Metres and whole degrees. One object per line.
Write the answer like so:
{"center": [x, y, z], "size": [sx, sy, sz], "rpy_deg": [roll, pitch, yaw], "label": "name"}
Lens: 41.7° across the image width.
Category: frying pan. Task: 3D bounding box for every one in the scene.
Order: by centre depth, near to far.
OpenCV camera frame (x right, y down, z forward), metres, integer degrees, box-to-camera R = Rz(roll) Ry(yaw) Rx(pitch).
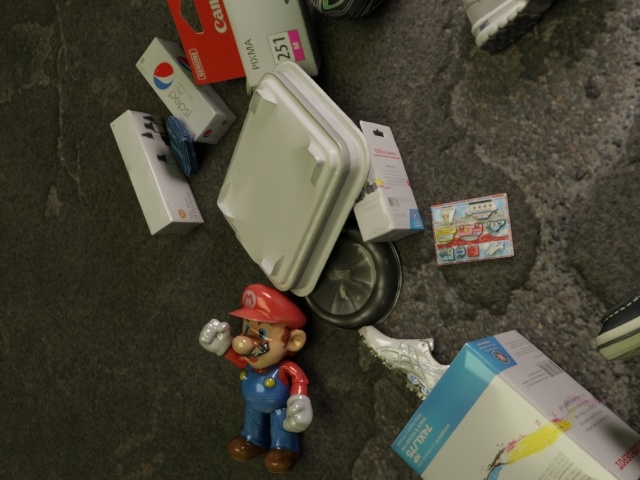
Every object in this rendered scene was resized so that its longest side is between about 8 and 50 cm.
{"center": [0.057, -0.003, 1.397], "size": [0.197, 0.053, 0.326], "rpy_deg": [21, 105, 27], "label": "frying pan"}

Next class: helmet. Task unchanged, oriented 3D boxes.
{"center": [0.042, -0.431, 1.333], "size": [0.161, 0.169, 0.169], "rpy_deg": [-45, 68, 19], "label": "helmet"}

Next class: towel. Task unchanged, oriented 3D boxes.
{"center": [-0.259, -0.175, 1.563], "size": [0.029, 0.119, 0.067], "rpy_deg": [-32, 66, -15], "label": "towel"}

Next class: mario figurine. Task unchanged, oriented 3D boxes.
{"center": [-0.113, 0.233, 1.433], "size": [0.197, 0.170, 0.321], "rpy_deg": [0, 100, -2], "label": "mario figurine"}

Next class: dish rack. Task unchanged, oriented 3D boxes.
{"center": [-0.067, -0.096, 1.391], "size": [0.285, 0.072, 0.333], "rpy_deg": [51, 133, 32], "label": "dish rack"}

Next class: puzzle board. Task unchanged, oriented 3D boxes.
{"center": [0.233, -0.016, 1.307], "size": [0.128, 0.011, 0.097], "rpy_deg": [-9, 86, 32], "label": "puzzle board"}

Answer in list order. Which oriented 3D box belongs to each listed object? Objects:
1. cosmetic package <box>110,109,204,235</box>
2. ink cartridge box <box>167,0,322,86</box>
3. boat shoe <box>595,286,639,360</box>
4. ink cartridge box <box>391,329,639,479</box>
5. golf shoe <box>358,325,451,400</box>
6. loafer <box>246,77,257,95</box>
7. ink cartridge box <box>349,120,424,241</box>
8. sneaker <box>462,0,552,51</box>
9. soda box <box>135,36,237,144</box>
{"center": [-0.310, -0.128, 1.601], "size": [0.060, 0.098, 0.239], "rpy_deg": [-31, 75, 29], "label": "cosmetic package"}
{"center": [-0.145, -0.389, 1.395], "size": [0.238, 0.060, 0.275], "rpy_deg": [-8, 122, 14], "label": "ink cartridge box"}
{"center": [0.526, -0.035, 1.026], "size": [0.500, 0.186, 0.156], "rpy_deg": [-46, 63, 19], "label": "boat shoe"}
{"center": [0.285, 0.291, 1.167], "size": [0.270, 0.198, 0.197], "rpy_deg": [42, 111, 26], "label": "ink cartridge box"}
{"center": [0.143, 0.181, 1.348], "size": [0.176, 0.069, 0.086], "rpy_deg": [40, 91, 23], "label": "golf shoe"}
{"center": [-0.114, -0.323, 1.511], "size": [0.039, 0.045, 0.125], "rpy_deg": [0, 94, -1], "label": "loafer"}
{"center": [0.091, -0.092, 1.341], "size": [0.061, 0.104, 0.181], "rpy_deg": [-23, 77, 31], "label": "ink cartridge box"}
{"center": [0.312, -0.398, 1.195], "size": [0.281, 0.105, 0.115], "rpy_deg": [-36, 72, 28], "label": "sneaker"}
{"center": [-0.253, -0.281, 1.580], "size": [0.074, 0.069, 0.216], "rpy_deg": [-48, 68, 23], "label": "soda box"}
